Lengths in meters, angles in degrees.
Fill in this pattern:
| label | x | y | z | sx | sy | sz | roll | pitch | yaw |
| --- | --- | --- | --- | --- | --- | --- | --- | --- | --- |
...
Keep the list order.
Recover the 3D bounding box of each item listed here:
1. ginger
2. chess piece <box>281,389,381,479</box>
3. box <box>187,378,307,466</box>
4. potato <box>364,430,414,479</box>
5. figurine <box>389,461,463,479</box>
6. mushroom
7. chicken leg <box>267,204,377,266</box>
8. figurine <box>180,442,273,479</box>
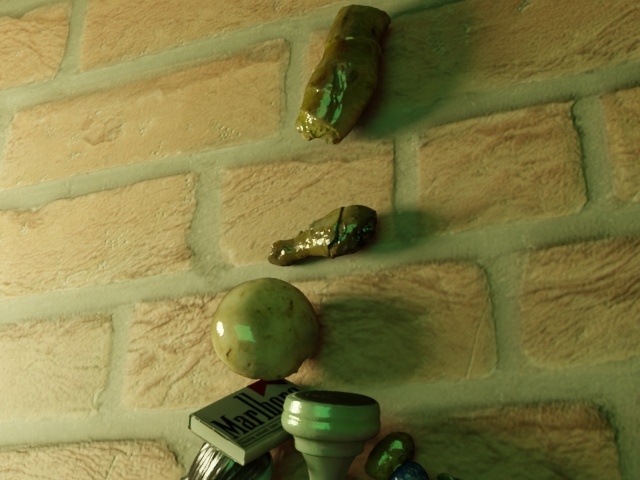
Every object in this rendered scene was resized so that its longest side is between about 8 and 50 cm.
| label | x | y | z | sx | sy | sz | roll | pitch | yaw |
| --- | --- | --- | --- | --- | --- | --- | --- | --- | --- |
| ginger | 0.043 | -0.277 | 1.720 | 0.109 | 0.116 | 0.263 | 24 | 69 | -9 |
| chess piece | 0.009 | 0.351 | 1.423 | 0.139 | 0.139 | 0.272 | 3 | 90 | 27 |
| box | -0.090 | 0.258 | 1.496 | 0.115 | 0.177 | 0.036 | 25 | 120 | 34 |
| potato | 0.098 | 0.306 | 1.453 | 0.083 | 0.040 | 0.051 | -45 | 67 | 7 |
| figurine | 0.175 | 0.382 | 1.333 | 0.262 | 0.120 | 0.164 | 27 | 84 | 35 |
| mushroom | -0.084 | 0.138 | 1.569 | 0.166 | 0.127 | 0.166 | 2 | 57 | -3 |
| chicken leg | -0.002 | -0.001 | 1.633 | 0.197 | 0.069 | 0.085 | -19 | 58 | 25 |
| figurine | -0.171 | 0.374 | 1.517 | 0.245 | 0.110 | 0.138 | -48 | 40 | 6 |
